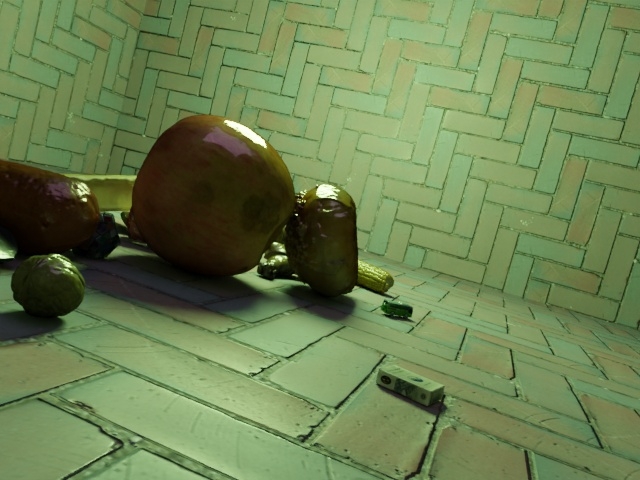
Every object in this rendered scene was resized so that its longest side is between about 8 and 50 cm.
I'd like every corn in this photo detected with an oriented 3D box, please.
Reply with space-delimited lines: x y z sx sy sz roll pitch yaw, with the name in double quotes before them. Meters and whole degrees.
"corn" 0.132 0.104 1.701 0.238 0.080 0.080 17 5 43

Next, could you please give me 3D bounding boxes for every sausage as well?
"sausage" -0.539 -0.060 0.988 0.268 0.153 0.141 14 39 8

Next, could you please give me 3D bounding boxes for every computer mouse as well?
"computer mouse" -0.555 -0.004 0.868 0.106 0.062 0.192 10 5 -44

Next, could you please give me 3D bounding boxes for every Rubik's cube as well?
"Rubik's cube" -0.464 -0.015 1.103 0.111 0.093 0.111 16 3 -1

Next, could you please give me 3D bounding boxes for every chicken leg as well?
"chicken leg" -0.110 0.060 1.472 0.125 0.080 0.196 33 14 32

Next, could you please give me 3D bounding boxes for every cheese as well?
"cheese" -0.651 -0.141 1.579 0.384 0.104 0.384 1 6 0

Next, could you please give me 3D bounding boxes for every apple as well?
"apple" -0.228 -0.096 1.219 0.364 0.363 0.364 15 4 -1

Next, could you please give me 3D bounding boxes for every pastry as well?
"pastry" 0.000 0.000 1.357 0.184 0.284 0.315 -3 9 6

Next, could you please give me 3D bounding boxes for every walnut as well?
"walnut" -0.342 0.058 0.679 0.092 0.092 0.092 15 4 -1

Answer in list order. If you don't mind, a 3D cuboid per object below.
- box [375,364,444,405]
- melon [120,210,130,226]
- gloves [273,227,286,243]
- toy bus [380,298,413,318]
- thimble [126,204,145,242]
"box" 0.127 0.205 0.766 0.083 0.024 0.054 17 3 33
"melon" -0.502 -0.049 1.564 0.160 0.079 0.128 -8 1 -40
"gloves" -0.212 -0.040 1.993 0.154 0.141 0.331 42 1 13
"toy bus" 0.189 0.169 1.326 0.083 0.037 0.031 13 5 -29
"thimble" -0.409 -0.061 1.437 0.190 0.125 0.163 16 22 -27
